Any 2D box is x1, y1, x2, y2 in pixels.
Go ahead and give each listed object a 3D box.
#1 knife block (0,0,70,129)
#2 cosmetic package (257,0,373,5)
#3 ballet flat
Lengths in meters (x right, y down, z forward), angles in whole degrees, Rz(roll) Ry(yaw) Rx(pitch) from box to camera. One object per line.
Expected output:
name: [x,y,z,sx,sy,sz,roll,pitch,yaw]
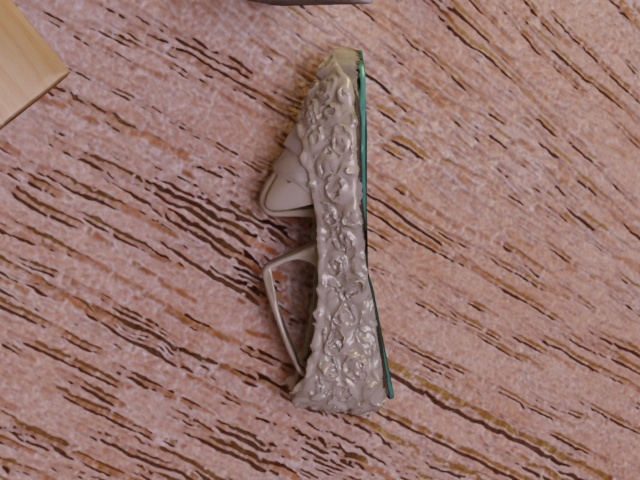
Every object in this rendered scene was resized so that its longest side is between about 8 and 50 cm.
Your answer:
knife block: [-0.372,-0.252,1.589,0.088,0.276,0.242,-42,143,-17]
cosmetic package: [-0.037,-0.357,1.757,0.138,0.224,0.224,7,93,-28]
ballet flat: [0.000,0.000,1.883,0.147,0.147,0.408,-10,101,-27]
